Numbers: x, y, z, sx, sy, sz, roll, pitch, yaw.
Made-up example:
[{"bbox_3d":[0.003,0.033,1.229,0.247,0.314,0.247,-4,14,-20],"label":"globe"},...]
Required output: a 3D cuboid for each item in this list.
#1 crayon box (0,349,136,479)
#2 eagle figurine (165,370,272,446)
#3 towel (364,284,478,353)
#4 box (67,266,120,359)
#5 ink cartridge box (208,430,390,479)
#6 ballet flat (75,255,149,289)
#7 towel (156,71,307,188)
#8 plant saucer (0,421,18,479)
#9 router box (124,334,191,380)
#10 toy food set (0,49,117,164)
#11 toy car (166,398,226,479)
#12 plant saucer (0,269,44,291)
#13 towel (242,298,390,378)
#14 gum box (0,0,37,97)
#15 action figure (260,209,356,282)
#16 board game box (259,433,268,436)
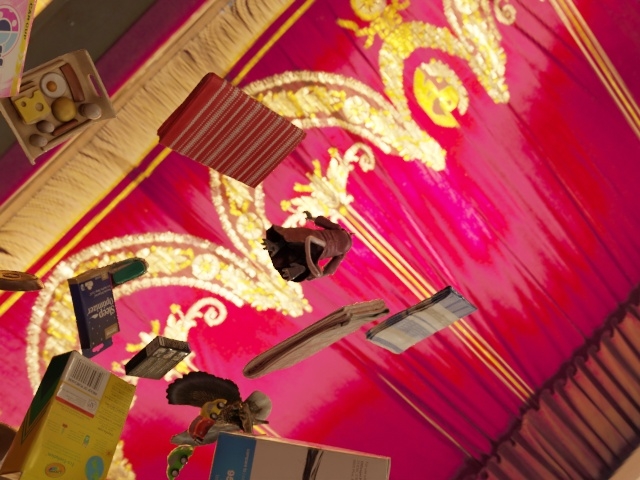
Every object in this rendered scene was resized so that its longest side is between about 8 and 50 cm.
[{"bbox_3d":[-0.548,0.430,1.175,0.081,0.202,0.318,-17,-137,26],"label":"crayon box"},{"bbox_3d":[-0.325,0.542,1.672,0.299,0.225,0.226,-2,-130,35],"label":"eagle figurine"},{"bbox_3d":[0.287,0.234,1.520,0.285,0.209,0.034,-33,-128,20],"label":"towel"},{"bbox_3d":[-0.597,0.194,1.430,0.037,0.225,0.136,-4,-171,13],"label":"box"},{"bbox_3d":[-0.047,0.575,1.300,0.285,0.395,0.166,86,12,-70],"label":"ink cartridge box"},{"bbox_3d":[-0.659,0.112,1.700,0.241,0.091,0.077,-15,-168,-8],"label":"ballet flat"},{"bbox_3d":[-0.189,-0.230,1.168,0.199,0.275,0.031,-41,-133,25],"label":"towel"},{"bbox_3d":[-0.842,0.564,1.334,0.041,0.278,0.277,-43,-162,22],"label":"plant saucer"},{"bbox_3d":[-0.531,0.386,1.754,0.179,0.133,0.046,-40,-129,19],"label":"router box"},{"bbox_3d":[-0.760,-0.389,1.555,0.093,0.219,0.306,13,-136,34],"label":"toy food set"},{"bbox_3d":[-0.344,0.529,1.418,0.225,0.053,0.239,-55,179,-1],"label":"toy car"},{"bbox_3d":[-0.862,0.109,1.498,0.168,0.169,0.029,-160,-99,-70],"label":"plant saucer"},{"bbox_3d":[0.001,0.250,1.383,0.317,0.053,0.332,-32,165,19],"label":"towel"},{"bbox_3d":[-0.429,-0.280,0.682,0.107,0.062,0.188,-66,180,-69],"label":"gum box"},{"bbox_3d":[0.000,0.000,1.770,0.370,0.247,0.276,-13,177,-41],"label":"action figure"},{"bbox_3d":[-0.216,0.886,2.111,0.147,0.045,0.193,23,-81,45],"label":"board game box"}]
